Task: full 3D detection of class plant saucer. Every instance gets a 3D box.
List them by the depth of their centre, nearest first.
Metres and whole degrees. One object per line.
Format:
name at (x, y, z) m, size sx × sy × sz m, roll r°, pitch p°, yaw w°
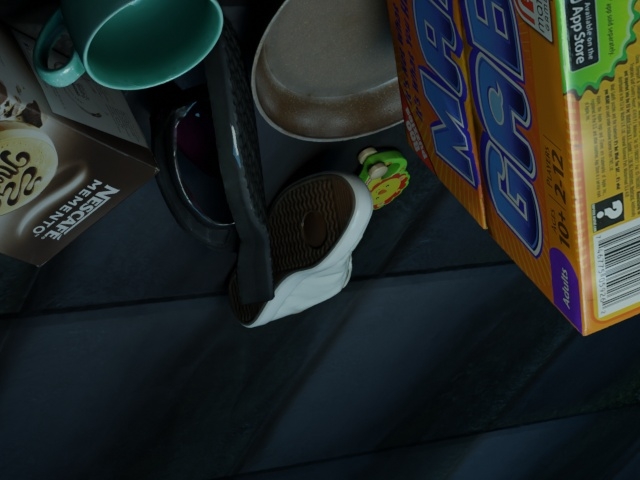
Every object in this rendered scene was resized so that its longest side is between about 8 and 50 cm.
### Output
plant saucer at (0.062, -0.223, 1.713) m, size 0.310 × 0.050 × 0.310 m, roll -23°, pitch 149°, yaw -15°

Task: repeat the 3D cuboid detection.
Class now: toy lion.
toy lion at (0.070, -0.070, 2.008) m, size 0.096 × 0.034 × 0.100 m, roll -11°, pitch 148°, yaw -41°

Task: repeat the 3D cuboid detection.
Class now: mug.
mug at (-0.175, -0.208, 1.497) m, size 0.158 × 0.097 × 0.129 m, roll -10°, pitch 148°, yaw -27°

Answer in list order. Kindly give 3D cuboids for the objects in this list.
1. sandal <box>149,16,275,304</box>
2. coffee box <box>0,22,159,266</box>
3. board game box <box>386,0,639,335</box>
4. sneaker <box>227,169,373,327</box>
sandal at (-0.112, -0.058, 1.747) m, size 0.107 × 0.167 × 0.446 m, roll -7°, pitch 149°, yaw -1°
coffee box at (-0.309, -0.098, 1.541) m, size 0.168 × 0.119 × 0.297 m, roll -38°, pitch 150°, yaw 18°
board game box at (0.287, -0.206, 1.509) m, size 0.356 × 0.356 × 0.356 m, roll -21°, pitch 128°, yaw -13°
sneaker at (0.000, 0.000, 1.999) m, size 0.123 × 0.106 × 0.290 m, roll -10°, pitch 158°, yaw -36°
